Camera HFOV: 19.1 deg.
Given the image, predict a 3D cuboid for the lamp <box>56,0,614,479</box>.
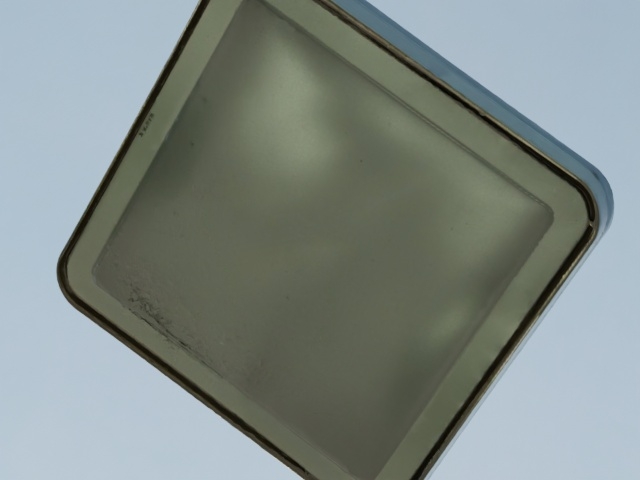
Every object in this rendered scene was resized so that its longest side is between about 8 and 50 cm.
[{"bbox_3d":[0.000,0.000,1.121,0.266,0.047,0.269,37,-62,9],"label":"lamp"}]
